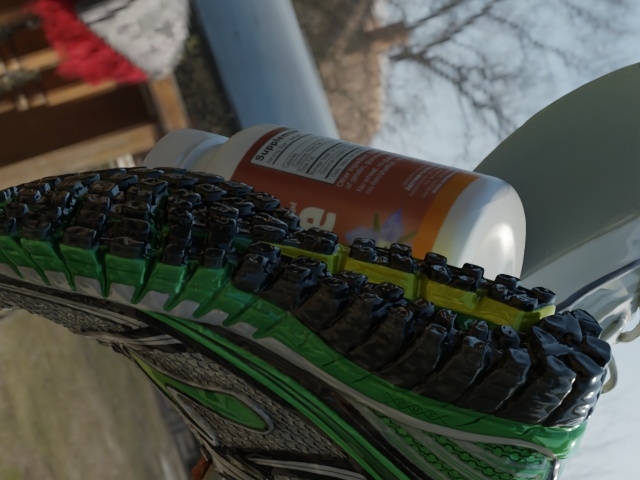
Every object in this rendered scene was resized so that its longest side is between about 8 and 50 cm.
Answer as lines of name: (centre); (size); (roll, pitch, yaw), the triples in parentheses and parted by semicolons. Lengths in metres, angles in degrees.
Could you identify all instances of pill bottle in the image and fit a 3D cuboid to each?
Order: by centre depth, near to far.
pill bottle: (0.000, 0.000, 0.840); (0.121, 0.216, 0.121); (-39, 136, -50)

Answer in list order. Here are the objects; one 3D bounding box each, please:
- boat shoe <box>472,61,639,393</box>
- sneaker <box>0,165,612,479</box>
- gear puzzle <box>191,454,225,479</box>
boat shoe: (0.150, 0.041, 0.937); (0.136, 0.367, 0.156); (44, -5, 45)
sneaker: (-0.044, 0.061, 0.702); (0.134, 0.343, 0.146); (-34, 141, -63)
gear puzzle: (-0.035, 0.162, 0.965); (0.339, 0.044, 0.175); (-61, 138, -49)
